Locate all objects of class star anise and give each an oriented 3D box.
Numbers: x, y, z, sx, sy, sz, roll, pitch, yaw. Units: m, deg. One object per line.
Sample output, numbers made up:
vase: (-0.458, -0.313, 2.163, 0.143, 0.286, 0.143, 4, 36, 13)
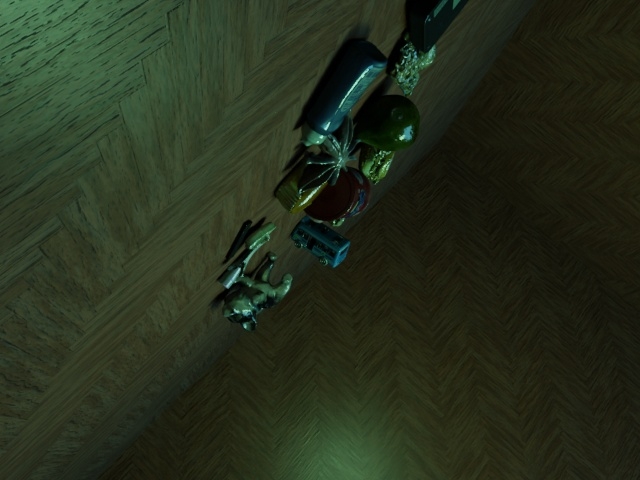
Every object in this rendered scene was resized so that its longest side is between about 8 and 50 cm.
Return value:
star anise: (0.026, -0.268, 1.576, 0.199, 0.111, 0.257, -22, 138, -36)

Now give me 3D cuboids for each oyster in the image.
oyster: (0.280, -0.554, 1.652, 0.198, 0.092, 0.259, -41, 166, -31)

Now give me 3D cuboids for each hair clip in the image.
hair clip: (-0.230, 0.024, 1.838, 0.218, 0.071, 0.159, -50, -177, 4)

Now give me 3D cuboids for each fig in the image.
fig: (0.210, -0.382, 1.812, 0.245, 0.195, 0.195, -24, 172, 1)

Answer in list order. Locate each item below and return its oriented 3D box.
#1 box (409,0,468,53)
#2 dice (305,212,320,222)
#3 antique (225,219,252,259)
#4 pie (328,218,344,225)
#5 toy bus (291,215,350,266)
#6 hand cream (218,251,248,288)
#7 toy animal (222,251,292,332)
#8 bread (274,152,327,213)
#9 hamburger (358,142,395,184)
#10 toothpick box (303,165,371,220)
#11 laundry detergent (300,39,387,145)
box: (0.368, -0.687, 1.440, 0.350, 0.058, 0.211, -53, 166, 3)
dice: (-0.003, -0.134, 2.206, 0.093, 0.091, 0.094, -52, 170, 28)
antique: (-0.265, 0.001, 1.739, 0.031, 0.015, 0.192, -39, 169, -46)
pie: (0.075, -0.176, 2.260, 0.052, 0.185, 0.218, 6, 129, -24)
toy bus: (0.000, 0.000, 2.361, 0.113, 0.246, 0.134, -38, 157, -46)
hand cream: (-0.296, 0.093, 1.946, 0.174, 0.047, 0.076, -51, -171, -7)
toy animal: (-0.286, 0.248, 2.235, 0.344, 0.194, 0.302, -28, 154, -53)
bread: (-0.051, -0.173, 1.712, 0.190, 0.114, 0.132, -42, 175, 2)
hamburger: (0.215, -0.347, 2.119, 0.189, 0.122, 0.215, 111, -9, -50)
toothpick box: (0.058, -0.175, 1.930, 0.204, 0.204, 0.333, -49, 173, 13)
laundry detergent: (0.044, -0.361, 1.356, 0.290, 0.094, 0.143, -48, 179, 31)
